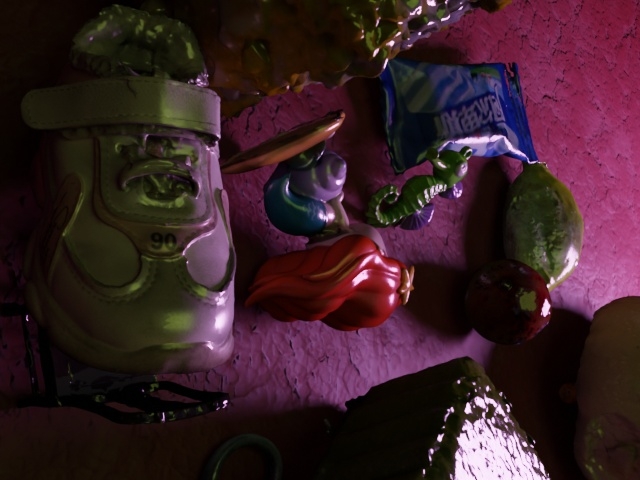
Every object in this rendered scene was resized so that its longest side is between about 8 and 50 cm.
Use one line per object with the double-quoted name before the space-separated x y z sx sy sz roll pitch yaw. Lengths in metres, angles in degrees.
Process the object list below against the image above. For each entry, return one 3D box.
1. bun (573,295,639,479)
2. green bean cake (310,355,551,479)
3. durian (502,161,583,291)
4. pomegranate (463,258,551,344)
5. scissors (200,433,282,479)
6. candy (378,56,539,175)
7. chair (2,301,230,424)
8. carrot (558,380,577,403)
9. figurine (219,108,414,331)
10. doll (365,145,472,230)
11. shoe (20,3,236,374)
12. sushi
"bun" 0.566 0.271 1.307 0.364 0.202 0.364 1 89 -50
"green bean cake" 0.126 0.327 0.865 0.335 0.218 0.319 57 28 -6
"durian" 0.361 -0.019 1.297 0.139 0.101 0.250 35 58 -30
"pomegranate" 0.284 0.106 1.187 0.159 0.129 0.129 56 49 -27
"scissors" -0.194 0.305 0.771 0.383 0.029 0.256 18 69 -39
"candy" 0.216 -0.196 1.232 0.331 0.077 0.187 -5 81 -40
"chair" -0.181 0.096 0.703 0.106 0.229 0.113 -6 86 -43
"carrot" 0.467 0.251 1.372 0.190 0.037 0.037 -1 80 -45
"figurine" -0.005 0.000 0.936 0.208 0.181 0.257 -77 142 -77
"doll" 0.142 -0.074 1.119 0.190 0.050 0.115 -35 137 -15
"shoe" -0.163 -0.055 0.682 0.172 0.198 0.351 0 41 -32
"sushi" -0.011 -0.278 0.841 0.351 0.396 0.240 -30 103 -36
